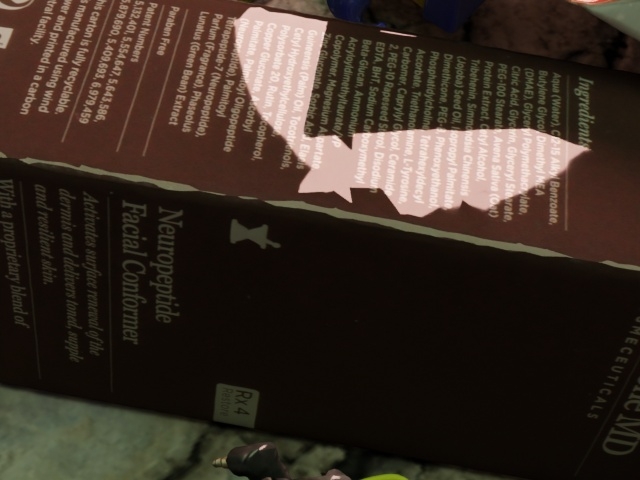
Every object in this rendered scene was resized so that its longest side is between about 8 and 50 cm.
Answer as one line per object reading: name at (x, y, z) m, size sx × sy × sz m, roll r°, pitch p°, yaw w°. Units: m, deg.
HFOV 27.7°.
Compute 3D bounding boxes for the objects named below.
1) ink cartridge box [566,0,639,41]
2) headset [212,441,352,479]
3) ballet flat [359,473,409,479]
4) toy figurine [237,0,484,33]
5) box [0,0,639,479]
ink cartridge box at (0.212, -0.193, 0.696) m, size 0.385 × 0.091 × 0.308 m, roll 29°, pitch 36°, yaw -12°
headset at (-0.107, 0.251, 0.429) m, size 0.243 × 0.185 × 0.394 m, roll 33°, pitch 66°, yaw 12°
ballet flat at (-0.042, 0.172, 0.581) m, size 0.231 × 0.077 × 0.077 m, roll -27°, pitch 58°, yaw -27°
toy figurine at (0.057, -0.222, 0.858) m, size 0.217 × 0.191 × 0.362 m, roll 35°, pitch 54°, yaw 13°
box at (0.000, 0.000, 0.658) m, size 0.381 × 0.191 × 0.143 m, roll 9°, pitch 50°, yaw 0°
